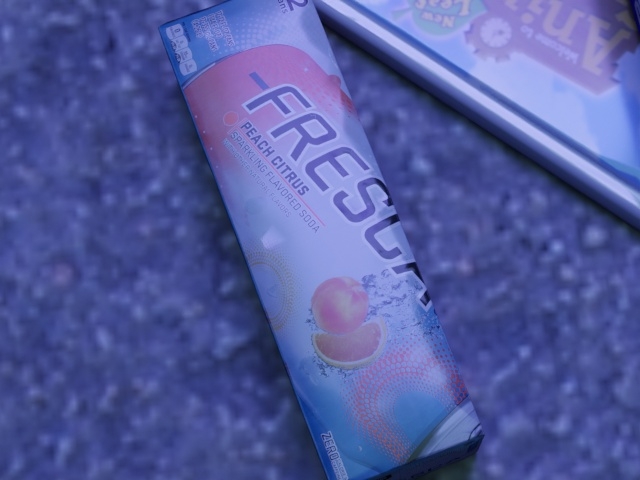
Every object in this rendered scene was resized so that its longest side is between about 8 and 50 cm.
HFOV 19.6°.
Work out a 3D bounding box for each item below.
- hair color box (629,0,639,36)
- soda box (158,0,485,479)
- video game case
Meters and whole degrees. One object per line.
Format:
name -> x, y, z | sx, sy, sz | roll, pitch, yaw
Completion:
hair color box -> 0.226, -0.038, 0.639 | 0.185, 0.110, 0.339 | -15, 81, -4
soda box -> 0.000, 0.000, 0.675 | 0.058, 0.063, 0.183 | -21, 78, -2
video game case -> 0.094, -0.138, 0.722 | 0.212, 0.023, 0.193 | 34, 81, 8
